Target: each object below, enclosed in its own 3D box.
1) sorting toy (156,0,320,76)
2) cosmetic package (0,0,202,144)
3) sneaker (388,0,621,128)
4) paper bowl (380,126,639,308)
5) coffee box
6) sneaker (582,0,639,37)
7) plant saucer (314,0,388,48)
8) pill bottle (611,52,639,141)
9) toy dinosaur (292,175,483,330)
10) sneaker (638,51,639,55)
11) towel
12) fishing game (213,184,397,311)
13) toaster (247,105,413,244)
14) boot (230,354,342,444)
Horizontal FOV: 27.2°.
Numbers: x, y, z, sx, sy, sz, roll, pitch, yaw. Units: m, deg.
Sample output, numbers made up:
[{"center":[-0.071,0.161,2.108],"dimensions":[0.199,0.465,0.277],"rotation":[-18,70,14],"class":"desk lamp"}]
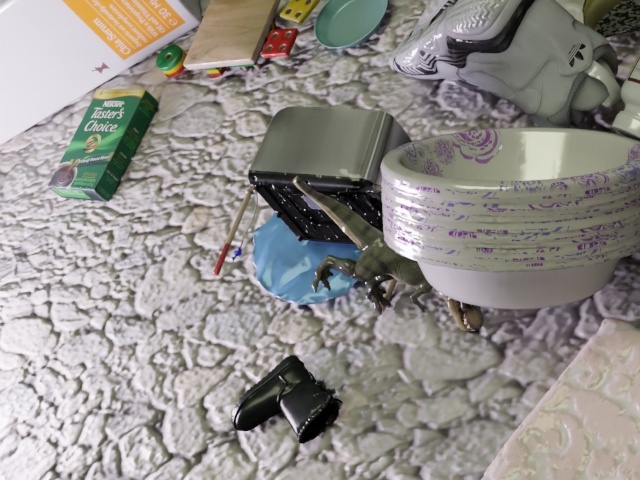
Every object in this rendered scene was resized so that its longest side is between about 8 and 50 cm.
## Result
[{"center":[-0.114,-0.304,1.963],"dimensions":[0.274,0.046,0.132],"rotation":[0,59,37],"class":"sorting toy"},{"center":[-0.441,-0.351,2.107],"dimensions":[0.453,0.230,0.162],"rotation":[-28,47,18],"class":"cosmetic package"},{"center":[0.220,-0.211,1.592],"dimensions":[0.137,0.210,0.366],"rotation":[-53,10,-9],"class":"sneaker"},{"center":[0.206,-0.023,1.390],"dimensions":[0.284,0.148,0.284],"rotation":[-3,17,1],"class":"paper bowl"},{"center":[-0.330,-0.147,2.009],"dimensions":[0.113,0.040,0.184],"rotation":[7,64,39],"class":"coffee box"},{"center":[0.480,-0.271,1.449],"dimensions":[0.410,0.158,0.182],"rotation":[-15,68,33],"class":"sneaker"},{"center":[0.047,-0.314,1.869],"dimensions":[0.119,0.021,0.119],"rotation":[-19,49,23],"class":"plant saucer"},{"center":[0.376,-0.174,1.414],"dimensions":[0.086,0.086,0.152],"rotation":[32,96,45],"class":"pill bottle"},{"center":[0.060,0.027,1.499],"dimensions":[0.118,0.268,0.064],"rotation":[-48,12,43],"class":"toy dinosaur"},{"center":[0.413,-0.166,1.479],"dimensions":[0.161,0.057,0.075],"rotation":[29,97,43],"class":"sneaker"},{"center":[0.297,0.263,1.240],"dimensions":[0.317,0.053,0.332],"rotation":[-49,45,-4],"class":"towel"},{"center":[0.000,0.000,1.661],"dimensions":[0.264,0.041,0.189],"rotation":[6,64,29],"class":"fishing game"},{"center":[0.031,-0.070,1.555],"dimensions":[0.185,0.168,0.110],"rotation":[5,66,28],"class":"toaster"},{"center":[-0.039,0.199,1.540],"dimensions":[0.121,0.045,0.099],"rotation":[-45,47,-1],"class":"boot"}]
